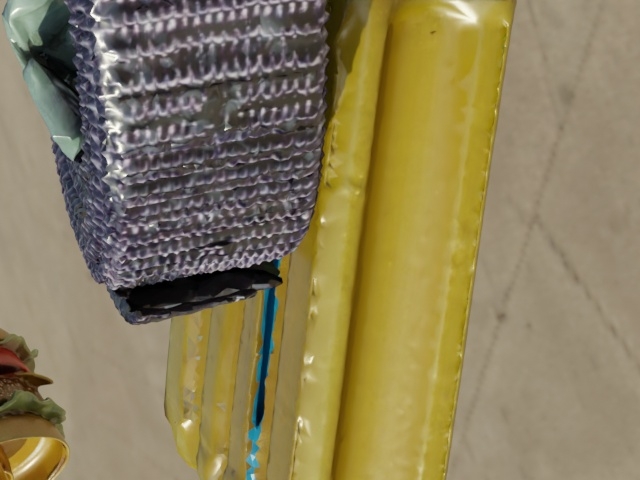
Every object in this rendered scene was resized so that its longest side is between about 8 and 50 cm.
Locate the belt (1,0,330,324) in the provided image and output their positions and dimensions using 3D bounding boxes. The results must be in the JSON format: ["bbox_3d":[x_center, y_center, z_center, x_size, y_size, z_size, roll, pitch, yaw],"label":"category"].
[{"bbox_3d":[-0.076,-0.129,0.685,0.260,0.122,0.325,-113,17,-45],"label":"belt"}]

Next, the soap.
[{"bbox_3d":[0.000,-0.001,0.851,0.204,0.096,0.324,-139,52,-60],"label":"soap"}]

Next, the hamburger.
[{"bbox_3d":[-0.450,0.210,1.937,0.212,0.274,0.274,60,157,24],"label":"hamburger"}]
